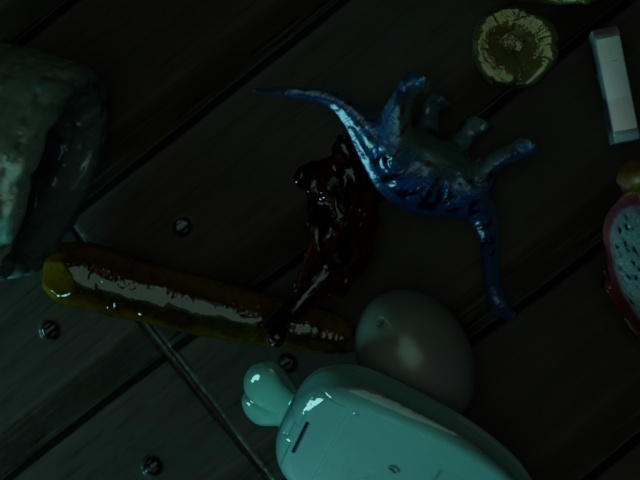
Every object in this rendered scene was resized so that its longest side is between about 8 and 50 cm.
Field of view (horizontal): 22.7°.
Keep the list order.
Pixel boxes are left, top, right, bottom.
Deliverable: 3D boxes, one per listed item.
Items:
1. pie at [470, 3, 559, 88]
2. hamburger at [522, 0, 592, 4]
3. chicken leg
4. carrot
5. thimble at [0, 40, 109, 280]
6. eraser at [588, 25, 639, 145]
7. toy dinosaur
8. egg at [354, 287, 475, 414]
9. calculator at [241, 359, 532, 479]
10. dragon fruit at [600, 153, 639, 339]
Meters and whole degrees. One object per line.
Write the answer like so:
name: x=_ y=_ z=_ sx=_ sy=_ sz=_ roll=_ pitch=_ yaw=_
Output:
pie: x=0.183 y=-0.182 z=1.499 sx=0.084 sy=0.020 sz=0.084 roll=0 pitch=92 yaw=4
hamburger: x=0.177 y=-0.317 z=1.395 sx=0.244 sy=0.244 sz=0.163 roll=18 pitch=80 yaw=6
chicken leg: x=0.007 y=0.000 z=1.490 sx=0.089 sy=0.048 sz=0.219 roll=13 pitch=79 yaw=-4
carrot: x=-0.109 y=0.059 z=1.518 sx=0.314 sy=0.066 sz=0.066 roll=12 pitch=92 yaw=2
thimble: x=-0.310 y=-0.077 z=1.447 sx=0.172 sy=0.250 sz=0.205 roll=18 pitch=134 yaw=8
eraser: x=0.270 y=-0.141 z=1.468 sx=0.026 sy=0.065 sz=0.105 roll=-11 pitch=89 yaw=7
toy dinosaur: x=0.104 y=-0.080 z=1.480 sx=0.329 sy=0.076 sz=0.144 roll=42 pitch=90 yaw=-13
egg: x=0.088 y=0.108 z=1.471 sx=0.103 sy=0.103 sz=0.135 roll=-29 pitch=97 yaw=6
calculator: x=0.058 y=0.200 z=1.459 sx=0.295 sy=0.042 sz=0.184 roll=26 pitch=134 yaw=3
dragon fruit: x=0.404 y=0.013 z=1.353 sx=0.226 sy=0.305 sz=0.305 roll=-35 pitch=87 yaw=-16
